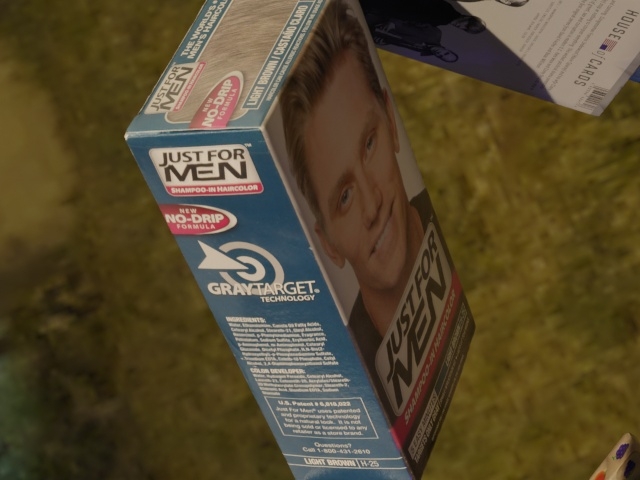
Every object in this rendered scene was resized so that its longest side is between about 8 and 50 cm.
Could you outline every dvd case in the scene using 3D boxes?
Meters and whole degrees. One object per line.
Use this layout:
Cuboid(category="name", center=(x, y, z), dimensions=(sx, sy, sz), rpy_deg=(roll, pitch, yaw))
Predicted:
Cuboid(category="dvd case", center=(0.128, -0.175, 1.284), dimensions=(0.179, 0.239, 0.029), rpy_deg=(122, 162, -61))

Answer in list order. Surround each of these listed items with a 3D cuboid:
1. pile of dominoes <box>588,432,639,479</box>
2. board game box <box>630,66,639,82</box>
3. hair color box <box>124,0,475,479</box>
Cuboid(category="pile of dominoes", center=(0.175, 0.280, 1.366), dimensions=(0.040, 0.251, 0.196), rpy_deg=(31, -164, -14))
Cuboid(category="board game box", center=(0.216, -0.205, 1.700), dimensions=(0.160, 0.212, 0.039), rpy_deg=(-125, 52, -70))
Cuboid(category="hair color box", center=(0.000, 0.000, 1.249), dimensions=(0.347, 0.105, 0.174), rpy_deg=(66, -146, -38))
